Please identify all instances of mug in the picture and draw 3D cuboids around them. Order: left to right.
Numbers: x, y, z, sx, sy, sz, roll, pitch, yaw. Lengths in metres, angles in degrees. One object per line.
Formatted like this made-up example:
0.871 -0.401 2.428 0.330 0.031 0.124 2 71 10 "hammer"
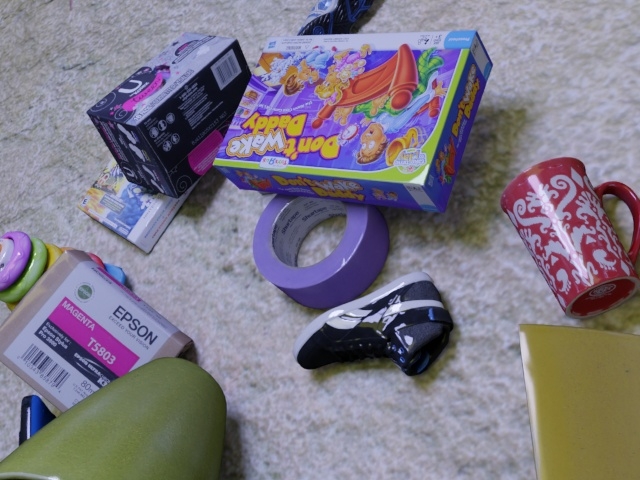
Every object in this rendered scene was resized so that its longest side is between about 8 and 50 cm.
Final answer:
0.316 -0.009 0.908 0.150 0.113 0.169 -28 55 17 "mug"

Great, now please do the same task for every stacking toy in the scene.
-0.487 0.050 1.236 0.175 0.302 0.166 7 67 41 "stacking toy"

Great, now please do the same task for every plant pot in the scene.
-0.237 0.288 0.963 0.275 0.275 0.293 -12 25 26 "plant pot"
0.303 0.208 0.737 0.187 0.212 0.212 -7 59 14 "plant pot"

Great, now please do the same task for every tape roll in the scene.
0.000 0.000 1.115 0.189 0.080 0.189 -16 56 24 "tape roll"

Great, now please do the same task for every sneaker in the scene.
0.016 -0.384 1.345 0.211 0.080 0.081 -48 28 -2 "sneaker"
0.069 0.138 0.991 0.217 0.079 0.121 -32 50 10 "sneaker"

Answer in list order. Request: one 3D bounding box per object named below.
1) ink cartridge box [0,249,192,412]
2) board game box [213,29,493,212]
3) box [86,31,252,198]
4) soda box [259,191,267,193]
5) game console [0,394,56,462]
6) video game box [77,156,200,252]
-0.347 0.158 1.152 0.234 0.088 0.193 38 88 1 "ink cartridge box"
0.040 -0.175 1.074 0.347 0.078 0.233 8 69 34 "board game box"
-0.240 -0.220 1.293 0.142 0.163 0.247 17 54 37 "box"
0.010 -0.149 1.188 0.286 0.091 0.098 -4 61 29 "soda box"
-0.456 0.414 1.101 0.173 0.250 0.293 -11 54 -6 "game console"
-0.331 -0.095 1.396 0.205 0.048 0.187 25 76 39 "video game box"
